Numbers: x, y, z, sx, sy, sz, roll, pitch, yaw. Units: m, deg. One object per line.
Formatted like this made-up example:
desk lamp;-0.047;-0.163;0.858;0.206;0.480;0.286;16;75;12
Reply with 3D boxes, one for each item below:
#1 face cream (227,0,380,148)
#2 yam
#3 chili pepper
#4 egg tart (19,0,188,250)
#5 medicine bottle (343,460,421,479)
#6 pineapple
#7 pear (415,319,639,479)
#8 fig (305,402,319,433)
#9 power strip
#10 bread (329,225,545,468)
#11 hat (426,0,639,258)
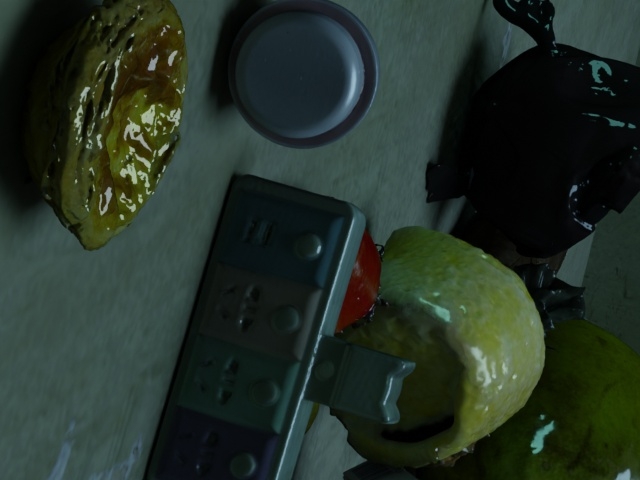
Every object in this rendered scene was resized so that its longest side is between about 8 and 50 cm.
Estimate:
face cream;-0.007;-0.104;1.010;0.095;0.091;0.091;-48;152;-76
yam;0.215;0.021;1.903;0.279;0.131;0.131;-53;155;-53
chili pepper;-0.003;0.004;1.213;0.169;0.065;0.088;56;35;-65
egg tart;-0.104;-0.058;0.773;0.130;0.052;0.130;16;90;-77
medicine bottle;0.097;0.289;1.388;0.201;0.052;0.171;67;-11;-13
pineapple;0.167;0.121;1.690;0.248;0.128;0.128;-39;150;-23
pear;0.265;0.259;1.929;0.413;0.352;0.352;-56;158;-68
fig;-0.040;0.110;1.161;0.088;0.074;0.074;-139;-117;-77
power strip;-0.014;0.078;1.071;0.061;0.145;0.215;15;91;-74
bread;0.090;0.091;1.428;0.170;0.197;0.197;-32;137;-51
hat;0.215;-0.127;1.743;0.238;0.209;0.336;-56;-173;12
